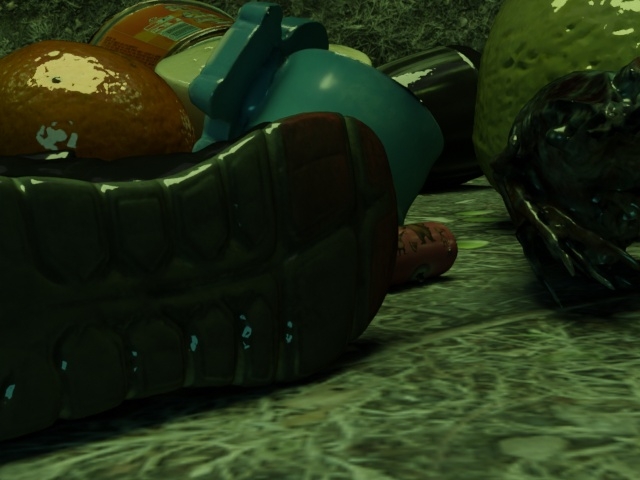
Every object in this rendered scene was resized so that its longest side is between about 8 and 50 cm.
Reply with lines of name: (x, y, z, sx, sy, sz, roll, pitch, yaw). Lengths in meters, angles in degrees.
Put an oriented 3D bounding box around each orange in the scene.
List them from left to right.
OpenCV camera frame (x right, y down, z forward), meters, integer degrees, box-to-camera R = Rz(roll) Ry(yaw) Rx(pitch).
orange: (-0.221, -0.087, 0.859, 0.224, 0.170, 0.224, 1, -15, 0)

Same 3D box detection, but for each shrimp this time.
shrimp: (0.193, -0.043, 0.560, 0.172, 0.137, 0.372, -19, 5, 5)

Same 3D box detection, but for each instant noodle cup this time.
instant noodle cup: (-0.155, -0.164, 1.202, 0.296, 0.296, 0.214, -6, 17, -26)

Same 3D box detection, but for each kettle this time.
kettle: (0.095, -0.166, 1.356, 0.271, 0.207, 0.251, -17, 21, -32)

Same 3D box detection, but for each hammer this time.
hammer: (0.056, 0.010, 0.619, 0.083, 0.043, 0.043, -7, 9, -42)

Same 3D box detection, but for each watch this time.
watch: (0.003, -0.092, 0.817, 0.193, 0.211, 0.211, 25, 16, 16)

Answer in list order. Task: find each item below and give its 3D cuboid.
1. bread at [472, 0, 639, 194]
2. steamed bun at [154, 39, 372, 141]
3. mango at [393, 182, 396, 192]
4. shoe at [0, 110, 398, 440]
bread: (0.301, -0.125, 0.878, 0.321, 0.237, 0.320, 9, -2, 0)
steamed bun: (-0.053, -0.113, 1.018, 0.250, 0.200, 0.155, -8, 32, -18)
mango: (-0.005, -0.017, 0.726, 0.091, 0.074, 0.165, -16, 2, -38)
shoe: (-0.089, 0.013, 0.411, 0.291, 0.114, 0.137, -12, 7, -37)
